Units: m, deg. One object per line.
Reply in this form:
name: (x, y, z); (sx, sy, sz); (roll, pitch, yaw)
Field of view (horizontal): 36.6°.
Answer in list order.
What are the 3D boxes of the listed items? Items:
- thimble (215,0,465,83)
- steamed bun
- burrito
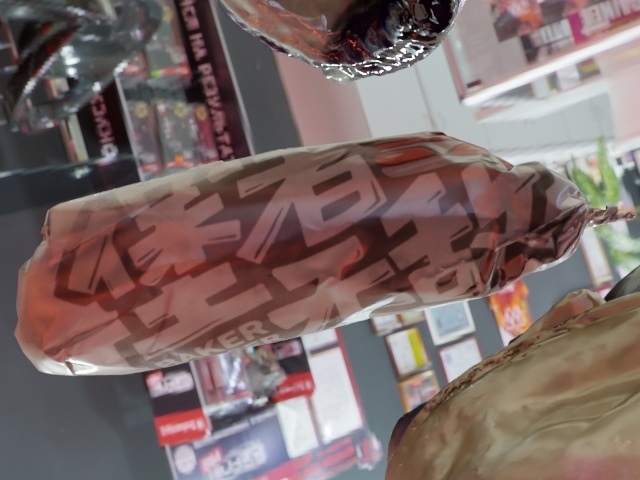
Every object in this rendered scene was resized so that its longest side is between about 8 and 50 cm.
thimble: (0.013, -0.227, 0.670); (0.150, 0.237, 0.237); (-61, -166, -20)
steamed bun: (0.156, 0.122, 0.457); (0.275, 0.206, 0.320); (-45, 140, -2)
burrito: (0.000, 0.000, 0.684); (0.446, 0.139, 0.101); (-11, -162, 1)
